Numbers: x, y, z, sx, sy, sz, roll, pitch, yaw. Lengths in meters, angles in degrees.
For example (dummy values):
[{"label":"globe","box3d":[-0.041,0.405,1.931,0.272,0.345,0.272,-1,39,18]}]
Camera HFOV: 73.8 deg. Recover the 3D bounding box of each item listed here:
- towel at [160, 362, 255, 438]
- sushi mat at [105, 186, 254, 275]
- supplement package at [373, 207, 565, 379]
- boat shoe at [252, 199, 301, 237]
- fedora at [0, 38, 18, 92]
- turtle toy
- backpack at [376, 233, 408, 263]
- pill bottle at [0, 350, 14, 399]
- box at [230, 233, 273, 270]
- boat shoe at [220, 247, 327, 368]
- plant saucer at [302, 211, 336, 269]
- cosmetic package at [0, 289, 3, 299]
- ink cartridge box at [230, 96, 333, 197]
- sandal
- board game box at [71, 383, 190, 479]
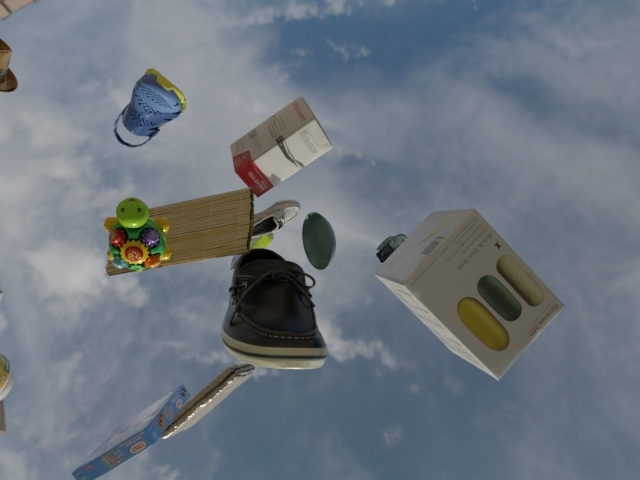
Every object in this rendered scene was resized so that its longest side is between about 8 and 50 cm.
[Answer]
[{"label":"towel","box3d":[-0.323,0.454,1.234,0.282,0.187,0.049,-40,-105,-2]},{"label":"sushi mat","box3d":[-0.287,-0.019,0.877,0.317,0.019,0.151,-10,-121,12]},{"label":"supplement package","box3d":[0.290,0.097,0.872,0.263,0.198,0.199,45,-95,-8]},{"label":"boat shoe","box3d":[-0.142,-0.054,1.264,0.227,0.083,0.076,-26,-141,-27]},{"label":"fedora","box3d":[-0.737,-0.409,0.918,0.079,0.194,0.194,-40,-118,12]},{"label":"turtle toy","box3d":[-0.279,-0.006,0.643,0.095,0.130,0.066,-1,-153,-14]},{"label":"backpack","box3d":[0.243,0.034,1.365,0.114,0.105,0.084,-42,-137,11]},{"label":"pill bottle","box3d":[-0.673,0.248,0.811,0.118,0.208,0.117,6,-125,-9]},{"label":"box","box3d":[-0.230,0.029,1.434,0.178,0.042,0.109,-46,-160,14]},{"label":"boat shoe","box3d":[-0.107,0.120,0.885,0.187,0.500,0.155,6,-81,-15]},{"label":"plant saucer","box3d":[0.000,0.000,0.861,0.021,0.119,0.119,-10,-122,-30]},{"label":"cosmetic package","box3d":[-0.655,0.108,0.510,0.217,0.385,0.156,41,-67,8]},{"label":"ink cartridge box","box3d":[-0.121,-0.283,1.271,0.273,0.114,0.197,-33,-142,8]},{"label":"sandal","box3d":[-0.446,-0.321,1.093,0.126,0.317,0.138,40,-117,-20]},{"label":"board game box","box3d":[-0.374,0.388,0.875,0.160,0.211,0.039,-32,-87,2]}]
